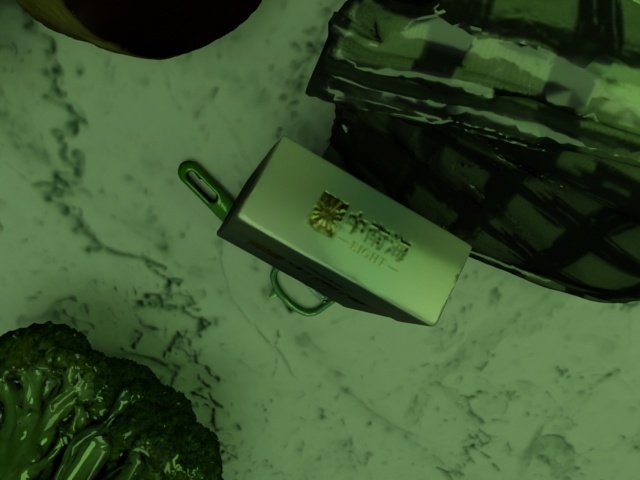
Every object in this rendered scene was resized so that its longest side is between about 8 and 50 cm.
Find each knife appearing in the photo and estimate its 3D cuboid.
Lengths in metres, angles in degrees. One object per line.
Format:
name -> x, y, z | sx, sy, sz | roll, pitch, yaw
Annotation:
knife -> -0.072, 0.004, 0.659 | 0.054, 0.015, 0.212 | -37, 106, 20

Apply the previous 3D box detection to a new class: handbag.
handbag -> 0.158, -0.067, 0.451 | 0.327, 0.325, 0.163 | 17, 80, 2

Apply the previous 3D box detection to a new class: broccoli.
broccoli -> -0.238, 0.243, 0.631 | 0.321, 0.283, 0.304 | 20, 125, 15

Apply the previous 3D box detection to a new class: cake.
cake -> -0.153, -0.247, 0.492 | 0.207, 0.178, 0.185 | -33, 133, -18

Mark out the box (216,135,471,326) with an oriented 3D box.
box -> 0.000, 0.000, 0.528 | 0.155, 0.243, 0.067 | 28, 82, -9
